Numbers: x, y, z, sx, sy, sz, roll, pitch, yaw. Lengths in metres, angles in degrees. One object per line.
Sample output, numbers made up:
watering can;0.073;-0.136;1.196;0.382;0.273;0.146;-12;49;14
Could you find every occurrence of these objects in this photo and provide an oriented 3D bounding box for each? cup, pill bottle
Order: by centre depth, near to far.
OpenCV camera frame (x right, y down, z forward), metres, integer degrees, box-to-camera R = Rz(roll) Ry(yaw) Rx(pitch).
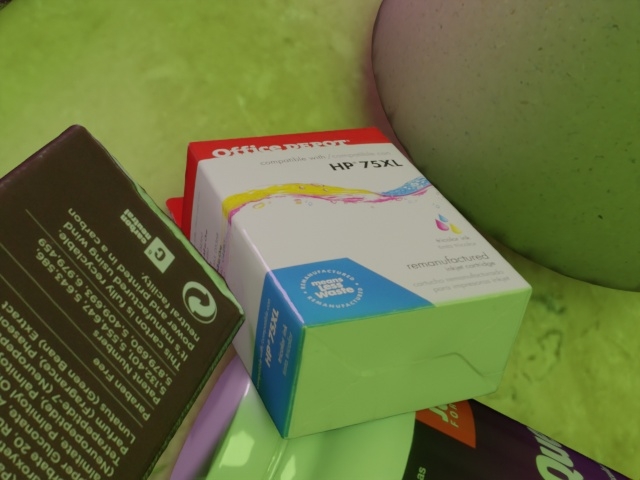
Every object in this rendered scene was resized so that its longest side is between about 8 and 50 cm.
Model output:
pill bottle;0.073;0.187;0.554;0.323;0.181;0.181;28;75;-11
cup;0.223;-0.168;0.571;0.331;0.237;0.331;8;56;-12

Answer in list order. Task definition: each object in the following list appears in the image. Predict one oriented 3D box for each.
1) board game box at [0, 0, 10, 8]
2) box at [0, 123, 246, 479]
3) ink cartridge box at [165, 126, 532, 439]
board game box;-0.350;-0.160;0.557;0.208;0.056;0.347;45;72;-10
box;-0.195;0.121;0.342;0.143;0.191;0.381;50;31;-15
ink cartridge box;0.000;0.000;0.538;0.134;0.231;0.078;-8;127;-24
